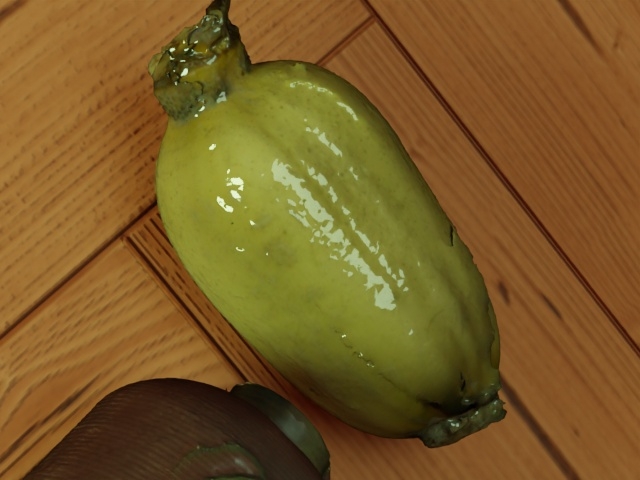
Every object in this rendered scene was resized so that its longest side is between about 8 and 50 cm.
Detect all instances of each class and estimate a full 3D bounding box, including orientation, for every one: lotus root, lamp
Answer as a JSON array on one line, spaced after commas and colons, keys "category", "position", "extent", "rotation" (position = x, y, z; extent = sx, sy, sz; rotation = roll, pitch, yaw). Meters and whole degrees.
[{"category": "lotus root", "position": [0.001, -0.001, 0.994], "extent": [0.146, 0.131, 0.303], "rotation": [-43, 101, -29]}, {"category": "lamp", "position": [-0.091, 0.185, 0.869], "extent": [0.180, 0.180, 0.258], "rotation": [48, 59, -10]}]
